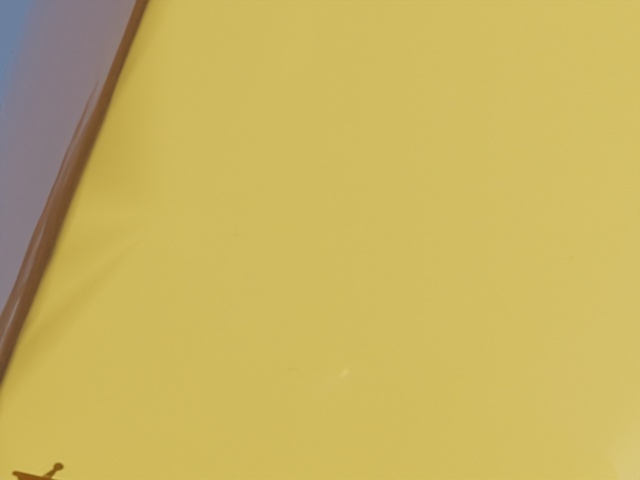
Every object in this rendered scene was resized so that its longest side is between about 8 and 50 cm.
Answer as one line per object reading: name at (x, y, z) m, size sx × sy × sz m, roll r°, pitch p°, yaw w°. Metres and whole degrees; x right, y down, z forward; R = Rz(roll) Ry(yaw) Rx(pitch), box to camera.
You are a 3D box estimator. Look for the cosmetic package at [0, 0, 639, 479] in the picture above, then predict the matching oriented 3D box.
cosmetic package at (0.000, 0.000, 0.489) m, size 0.197 × 0.155 × 0.366 m, roll 13°, pitch -60°, yaw -19°
